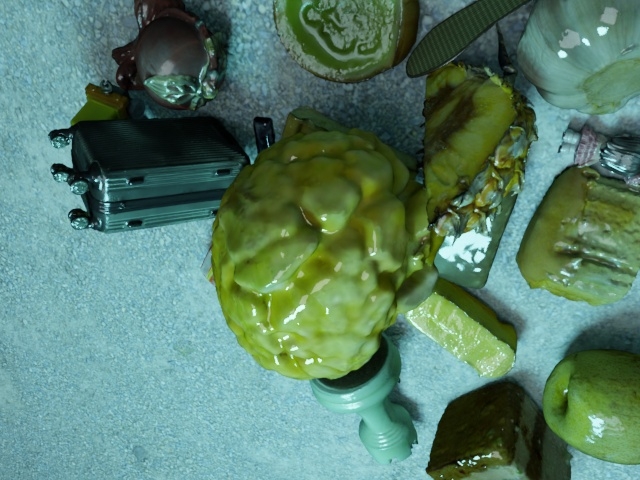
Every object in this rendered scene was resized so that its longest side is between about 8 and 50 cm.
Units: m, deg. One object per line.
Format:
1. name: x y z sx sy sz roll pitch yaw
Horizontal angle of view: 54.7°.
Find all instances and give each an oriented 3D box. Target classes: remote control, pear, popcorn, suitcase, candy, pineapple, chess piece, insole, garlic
1. remote control: -0.103 -0.182 1.145 0.039 0.014 0.096 8 126 19
2. pear: 0.510 0.284 1.065 0.211 0.228 0.189 11 86 -1
3. popcorn: -0.014 0.013 0.946 0.390 0.354 0.344 -50 54 12
4. suitcase: -0.288 -0.120 1.070 0.202 0.312 0.128 50 139 40
5. candy: 0.256 -0.033 1.028 0.104 0.102 0.234 18 129 13
6. pineapple: 0.239 -0.141 0.851 0.161 0.335 0.158 32 131 -27
7. chess piece: 0.109 0.344 1.315 0.194 0.195 0.299 -6 129 27
8. insole: 0.222 -0.313 0.873 0.253 0.086 0.005 -30 140 31
9. garlic: 0.359 -0.260 0.774 0.227 0.152 0.228 5 157 2

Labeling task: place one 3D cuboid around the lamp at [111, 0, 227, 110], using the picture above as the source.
1. lamp: -0.249 -0.302 1.058 0.215 0.151 0.223 -50 51 34

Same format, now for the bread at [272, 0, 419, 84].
1. bread: 0.038 -0.350 0.930 0.235 0.070 0.236 11 125 17

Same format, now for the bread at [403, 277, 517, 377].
1. bread: 0.262 0.154 1.163 0.245 0.094 0.102 36 120 -3

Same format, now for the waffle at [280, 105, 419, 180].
1. waffle: 0.031 -0.097 1.117 0.247 0.055 0.221 26 129 5

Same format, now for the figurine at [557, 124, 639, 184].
1. figurine: 0.419 -0.127 0.916 0.129 0.054 0.072 15 108 14

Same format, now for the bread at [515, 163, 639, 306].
1. bread: 0.413 0.025 0.976 0.174 0.133 0.252 19 127 9

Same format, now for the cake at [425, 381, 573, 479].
1. cake: 0.384 0.459 1.246 0.293 0.196 0.198 46 126 -9

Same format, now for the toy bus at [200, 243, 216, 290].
1. toy bus: -0.187 0.021 1.286 0.077 0.079 0.174 40 130 7

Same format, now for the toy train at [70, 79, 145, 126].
1. toy train: -0.395 -0.207 1.172 0.089 0.127 0.219 24 151 11
